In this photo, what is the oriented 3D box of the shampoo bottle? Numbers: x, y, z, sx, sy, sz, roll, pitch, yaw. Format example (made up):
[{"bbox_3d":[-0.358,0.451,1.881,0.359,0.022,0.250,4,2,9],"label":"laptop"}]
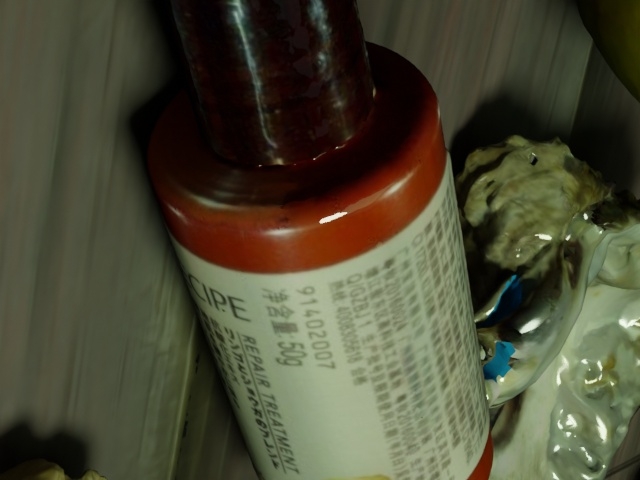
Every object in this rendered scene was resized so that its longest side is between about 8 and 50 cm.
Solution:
[{"bbox_3d":[0.000,0.000,0.493,0.104,0.104,0.278,-41,138,-26],"label":"shampoo bottle"}]

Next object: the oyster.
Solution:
[{"bbox_3d":[0.118,0.059,0.693,0.214,0.083,0.223,12,108,-49],"label":"oyster"}]

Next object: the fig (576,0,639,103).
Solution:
[{"bbox_3d":[0.215,-0.143,0.593,0.230,0.207,0.207,-54,155,-63],"label":"fig"}]

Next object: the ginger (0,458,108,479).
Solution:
[{"bbox_3d":[-0.188,0.136,0.382,0.333,0.081,0.148,-29,148,-35],"label":"ginger"}]
